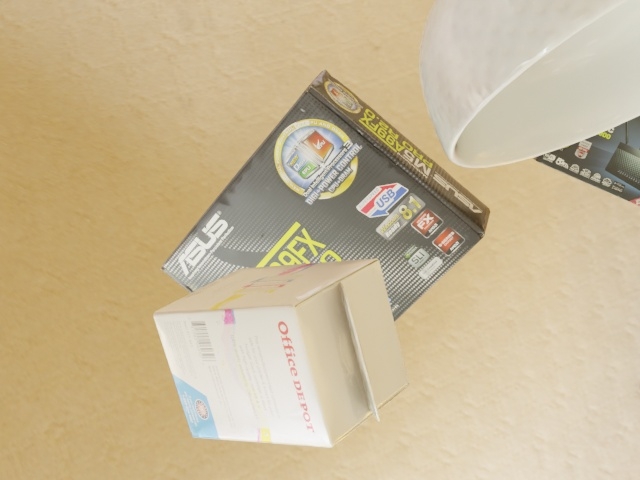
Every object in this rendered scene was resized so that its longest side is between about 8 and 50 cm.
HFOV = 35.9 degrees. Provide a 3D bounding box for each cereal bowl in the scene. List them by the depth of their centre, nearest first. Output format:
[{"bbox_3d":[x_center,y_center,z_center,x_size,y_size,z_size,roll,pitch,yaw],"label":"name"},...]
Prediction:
[{"bbox_3d":[0.217,-0.192,0.728,0.339,0.339,0.141,-20,76,-24],"label":"cereal bowl"}]

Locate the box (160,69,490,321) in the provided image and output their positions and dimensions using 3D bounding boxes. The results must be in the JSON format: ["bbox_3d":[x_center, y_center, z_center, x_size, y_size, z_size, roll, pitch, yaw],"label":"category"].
[{"bbox_3d":[0.000,0.000,0.990,0.216,0.060,0.270,40,119,-6],"label":"box"}]

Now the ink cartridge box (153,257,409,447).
[{"bbox_3d":[-0.018,0.070,0.634,0.090,0.143,0.092,-28,107,-48],"label":"ink cartridge box"}]

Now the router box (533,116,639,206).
[{"bbox_3d":[0.284,-0.096,0.970,0.123,0.038,0.092,24,101,6],"label":"router box"}]
